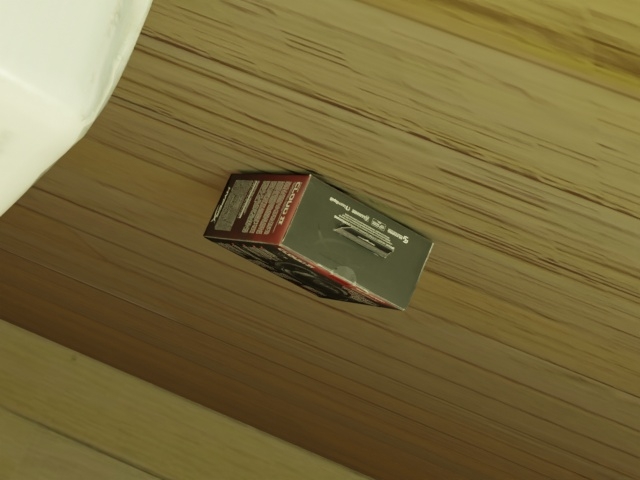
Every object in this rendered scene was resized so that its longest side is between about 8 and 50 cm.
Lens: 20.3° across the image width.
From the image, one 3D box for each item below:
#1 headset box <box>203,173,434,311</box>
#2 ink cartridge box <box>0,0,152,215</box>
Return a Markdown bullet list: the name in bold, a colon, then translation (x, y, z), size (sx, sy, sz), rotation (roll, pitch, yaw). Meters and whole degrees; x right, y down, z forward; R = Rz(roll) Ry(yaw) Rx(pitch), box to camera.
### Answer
- **headset box**: translation (0.000, 0.000, 0.713), size (0.062, 0.032, 0.083), rotation (28, 169, -24)
- **ink cartridge box**: translation (-0.273, -0.077, 0.421), size (0.385, 0.091, 0.308), rotation (30, 141, -21)
